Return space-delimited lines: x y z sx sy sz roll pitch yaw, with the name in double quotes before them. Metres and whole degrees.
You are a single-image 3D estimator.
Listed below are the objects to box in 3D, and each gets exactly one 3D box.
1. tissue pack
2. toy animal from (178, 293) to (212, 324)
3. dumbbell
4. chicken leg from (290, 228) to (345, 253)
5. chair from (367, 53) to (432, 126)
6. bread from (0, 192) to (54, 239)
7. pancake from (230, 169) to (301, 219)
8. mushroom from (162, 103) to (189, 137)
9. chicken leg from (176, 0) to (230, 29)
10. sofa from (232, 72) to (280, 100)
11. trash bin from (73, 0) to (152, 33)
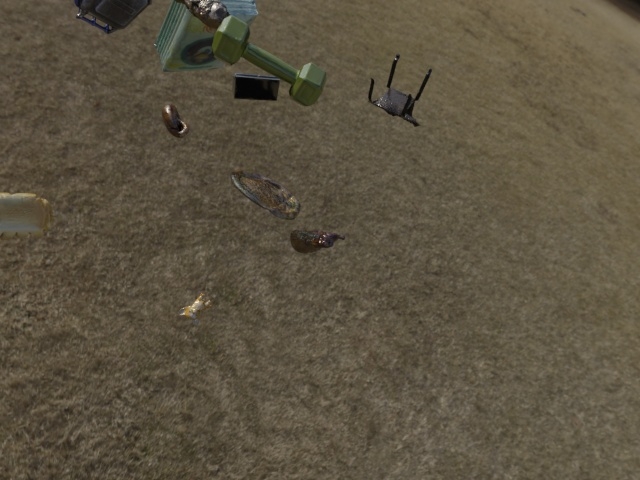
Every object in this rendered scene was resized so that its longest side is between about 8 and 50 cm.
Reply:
"tissue pack" -0.458 -0.825 1.720 0.288 0.388 0.162 -22 89 -37
"toy animal" -0.338 0.187 1.186 0.060 0.081 0.083 49 58 -13
"dumbbell" -0.132 -0.465 1.154 0.302 0.121 0.108 23 39 -19
"chicken leg" -0.013 0.001 1.492 0.322 0.178 0.082 -15 102 -76
"chair" 0.223 -0.409 1.290 0.174 0.213 0.149 30 64 16
"bread" -0.769 -0.059 1.096 0.177 0.084 0.119 -3 83 -49
"pancake" -0.169 -0.146 1.361 0.250 0.031 0.250 29 23 -14
"mushroom" -0.582 -0.467 1.758 0.080 0.135 0.170 -34 56 -7
"chicken leg" -0.337 -0.658 1.235 0.198 0.069 0.084 31 74 6
"sofa" -0.210 -0.509 1.430 0.147 0.085 0.060 -2 52 -17
"trash bin" -0.566 -0.683 1.122 0.234 0.184 0.162 60 17 7
